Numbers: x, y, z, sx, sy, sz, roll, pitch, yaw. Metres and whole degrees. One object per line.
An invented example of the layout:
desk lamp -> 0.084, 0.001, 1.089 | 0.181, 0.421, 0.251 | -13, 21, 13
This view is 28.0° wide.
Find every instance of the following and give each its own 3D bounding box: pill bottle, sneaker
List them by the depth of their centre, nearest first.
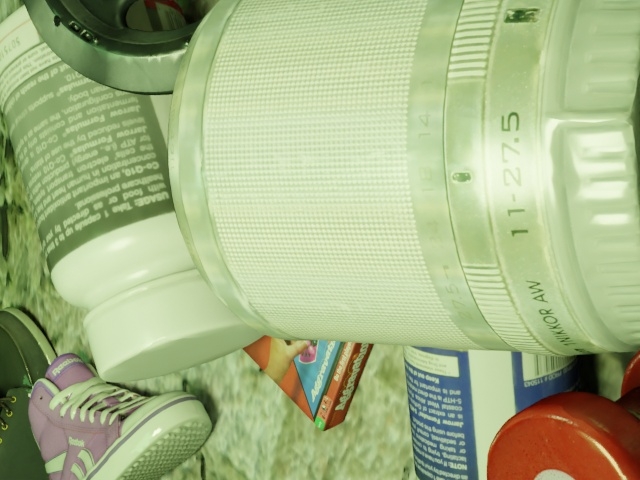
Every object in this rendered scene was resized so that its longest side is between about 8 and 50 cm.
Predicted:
pill bottle -> 0.114, 0.119, 0.832 | 0.112, 0.112, 0.186 | 9, 111, 46
pill bottle -> -0.147, -0.044, 0.997 | 0.161, 0.161, 0.283 | -35, 69, 49
sneaker -> -0.212, 0.169, 1.229 | 0.282, 0.102, 0.161 | -41, 70, 48
sneaker -> -0.332, 0.187, 1.353 | 0.083, 0.118, 0.222 | -16, 92, 50

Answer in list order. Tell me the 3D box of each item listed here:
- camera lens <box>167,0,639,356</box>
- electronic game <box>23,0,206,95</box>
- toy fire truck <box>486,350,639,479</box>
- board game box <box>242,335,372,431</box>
camera lens -> 0.072, -0.050, 0.701 | 0.274, 0.219, 0.219 | 0, 105, 33
electronic game -> -0.112, -0.217, 0.920 | 0.229, 0.048, 0.229 | -2, 81, 14
toy fire truck -> 0.242, 0.169, 0.654 | 0.302, 0.169, 0.254 | -24, 85, 47
board game box -> 0.000, 0.000, 0.980 | 0.145, 0.027, 0.281 | 43, 133, 31
